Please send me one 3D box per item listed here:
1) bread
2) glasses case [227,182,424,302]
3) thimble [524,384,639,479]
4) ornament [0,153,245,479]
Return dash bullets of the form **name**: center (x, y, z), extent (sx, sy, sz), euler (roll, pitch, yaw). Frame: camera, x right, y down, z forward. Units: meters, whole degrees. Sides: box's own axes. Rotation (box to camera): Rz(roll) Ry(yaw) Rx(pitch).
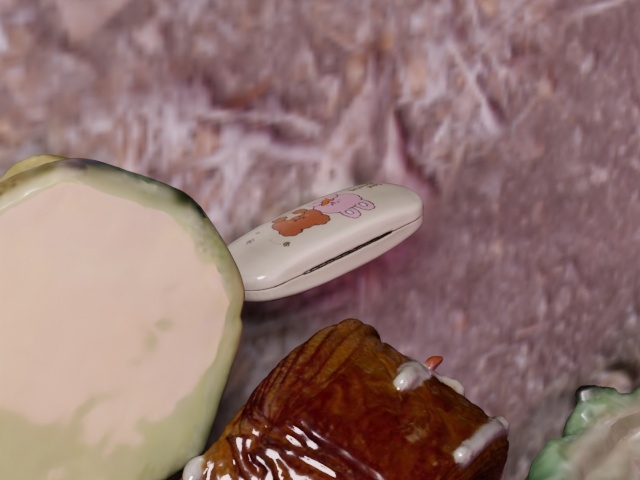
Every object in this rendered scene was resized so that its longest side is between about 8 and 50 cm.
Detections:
- **bread**: center (-0.003, 0.105, 0.580), extent (0.160, 0.073, 0.160), euler (-51, 162, -24)
- **glasses case**: center (0.000, 0.000, 0.608), extent (0.083, 0.032, 0.021), euler (-25, 119, -32)
- **thimble**: center (0.176, 0.155, 0.697), extent (0.219, 0.219, 0.150), euler (-37, 129, -25)
- **ornament**: center (-0.128, 0.049, 0.503), extent (0.201, 0.059, 0.180), euler (17, 97, -41)
